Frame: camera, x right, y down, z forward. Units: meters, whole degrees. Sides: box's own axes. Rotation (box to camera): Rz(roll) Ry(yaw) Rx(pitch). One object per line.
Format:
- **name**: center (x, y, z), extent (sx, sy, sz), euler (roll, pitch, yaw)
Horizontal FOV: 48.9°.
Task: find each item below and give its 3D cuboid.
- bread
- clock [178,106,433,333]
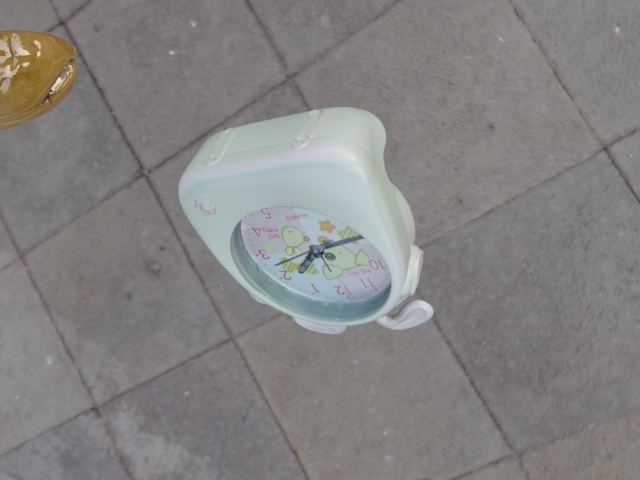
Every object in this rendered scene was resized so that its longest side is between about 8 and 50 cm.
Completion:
- **bread**: center (-0.316, -0.139, 0.644), extent (0.189, 0.114, 0.077), euler (-11, 67, -5)
- **clock**: center (0.000, 0.000, 0.510), extent (0.152, 0.062, 0.191), euler (-6, 132, 29)
